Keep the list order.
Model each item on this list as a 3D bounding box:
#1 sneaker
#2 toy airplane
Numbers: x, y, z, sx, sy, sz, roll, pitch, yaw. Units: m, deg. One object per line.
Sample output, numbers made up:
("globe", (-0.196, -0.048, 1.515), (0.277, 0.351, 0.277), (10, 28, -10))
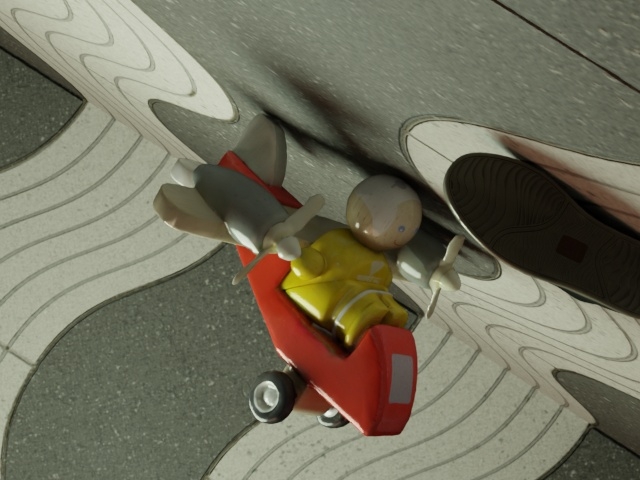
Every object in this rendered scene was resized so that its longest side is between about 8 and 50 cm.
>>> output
("sneaker", (0.195, 0.003, 1.240), (0.222, 0.083, 0.118), (32, 175, -4))
("toy airplane", (0.000, 0.000, 1.659), (0.384, 0.272, 0.386), (45, -152, -13))
